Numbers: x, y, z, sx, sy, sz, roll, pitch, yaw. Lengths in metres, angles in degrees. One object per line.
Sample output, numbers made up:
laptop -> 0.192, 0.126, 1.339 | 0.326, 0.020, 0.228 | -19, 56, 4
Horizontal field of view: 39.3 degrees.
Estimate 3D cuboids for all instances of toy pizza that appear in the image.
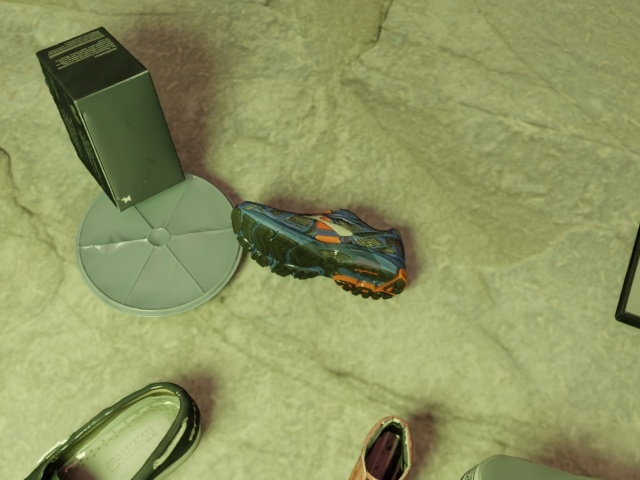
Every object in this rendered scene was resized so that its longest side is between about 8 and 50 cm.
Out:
toy pizza -> -0.193, 0.003, 1.083 | 0.201, 0.032, 0.201 | 1, 63, -1

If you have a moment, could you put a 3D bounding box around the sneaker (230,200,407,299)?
sneaker -> 0.000, 0.000, 1.069 | 0.221, 0.083, 0.087 | 20, 52, -6

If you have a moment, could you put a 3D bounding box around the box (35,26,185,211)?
box -> -0.249, -0.146, 1.066 | 0.093, 0.156, 0.158 | -27, 42, -17

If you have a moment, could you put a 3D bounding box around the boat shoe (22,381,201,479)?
boat shoe -> -0.252, 0.254, 0.910 | 0.114, 0.091, 0.302 | 38, 67, 17

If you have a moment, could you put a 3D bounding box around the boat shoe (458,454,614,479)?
boat shoe -> 0.255, 0.304, 0.893 | 0.306, 0.105, 0.113 | 18, 48, -20

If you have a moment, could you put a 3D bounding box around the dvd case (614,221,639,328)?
dvd case -> 0.478, 0.020, 1.102 | 0.180, 0.022, 0.253 | 20, 63, 9

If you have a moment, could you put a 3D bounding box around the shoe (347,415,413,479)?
shoe -> 0.047, 0.267, 0.920 | 0.064, 0.081, 0.178 | 20, 63, 9
